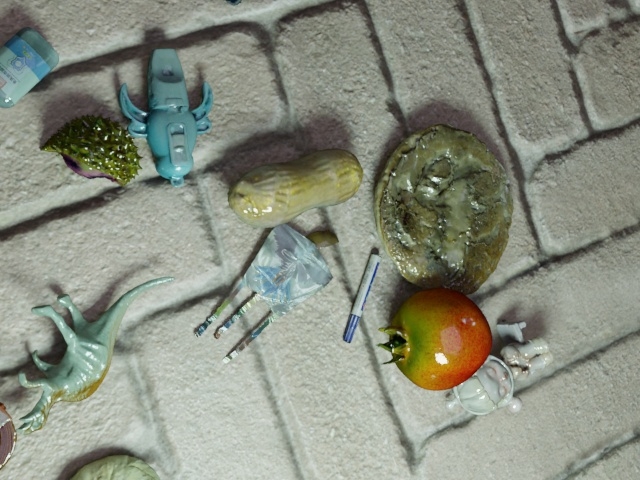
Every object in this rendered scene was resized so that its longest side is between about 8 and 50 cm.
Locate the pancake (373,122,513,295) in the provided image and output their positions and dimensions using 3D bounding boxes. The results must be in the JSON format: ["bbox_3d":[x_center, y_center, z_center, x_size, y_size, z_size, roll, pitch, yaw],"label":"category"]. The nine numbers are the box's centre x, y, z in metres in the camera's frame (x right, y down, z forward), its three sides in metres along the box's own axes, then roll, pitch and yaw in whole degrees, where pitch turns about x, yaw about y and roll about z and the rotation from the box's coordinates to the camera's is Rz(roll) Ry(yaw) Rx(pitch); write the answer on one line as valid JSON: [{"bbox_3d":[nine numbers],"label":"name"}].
[{"bbox_3d":[0.280,-0.067,2.096,0.387,0.082,0.386,3,83,-26],"label":"pancake"}]

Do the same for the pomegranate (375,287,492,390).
[{"bbox_3d":[0.238,0.209,1.996,0.257,0.221,0.220,-1,89,-29],"label":"pomegranate"}]

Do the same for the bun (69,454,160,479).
[{"bbox_3d":[-0.387,0.513,1.743,0.223,0.127,0.222,0,91,-23],"label":"bun"}]

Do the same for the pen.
[{"bbox_3d":[0.091,0.125,2.034,0.025,0.025,0.204,24,79,-23],"label":"pen"}]

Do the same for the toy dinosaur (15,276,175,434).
[{"bbox_3d":[-0.440,0.178,1.748,0.393,0.092,0.205,-37,108,-33],"label":"toy dinosaur"}]

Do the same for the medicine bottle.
[{"bbox_3d":[-0.579,-0.296,1.713,0.090,0.054,0.208,47,72,-17],"label":"medicine bottle"}]

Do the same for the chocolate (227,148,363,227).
[{"bbox_3d":[-0.050,-0.107,1.920,0.309,0.134,0.134,-18,96,-28],"label":"chocolate"}]

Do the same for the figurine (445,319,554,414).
[{"bbox_3d":[0.389,0.295,2.118,0.257,0.145,0.181,-30,121,-25],"label":"figurine"}]

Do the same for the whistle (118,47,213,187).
[{"bbox_3d":[-0.295,-0.240,1.829,0.186,0.093,0.273,-5,88,-24],"label":"whistle"}]

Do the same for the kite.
[{"bbox_3d":[-0.111,0.121,1.929,0.169,0.015,0.310,43,78,-17],"label":"kite"}]

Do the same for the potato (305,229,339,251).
[{"bbox_3d":[0.000,-0.001,1.987,0.093,0.036,0.037,-17,99,-24],"label":"potato"}]

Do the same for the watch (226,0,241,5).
[{"bbox_3d":[-0.187,-0.584,1.900,0.193,0.068,0.206,-21,94,-21],"label":"watch"}]

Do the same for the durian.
[{"bbox_3d":[-0.412,-0.170,1.746,0.187,0.108,0.119,26,96,-20],"label":"durian"}]

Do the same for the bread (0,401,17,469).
[{"bbox_3d":[-0.623,0.351,1.666,0.161,0.073,0.160,1,88,-22],"label":"bread"}]
